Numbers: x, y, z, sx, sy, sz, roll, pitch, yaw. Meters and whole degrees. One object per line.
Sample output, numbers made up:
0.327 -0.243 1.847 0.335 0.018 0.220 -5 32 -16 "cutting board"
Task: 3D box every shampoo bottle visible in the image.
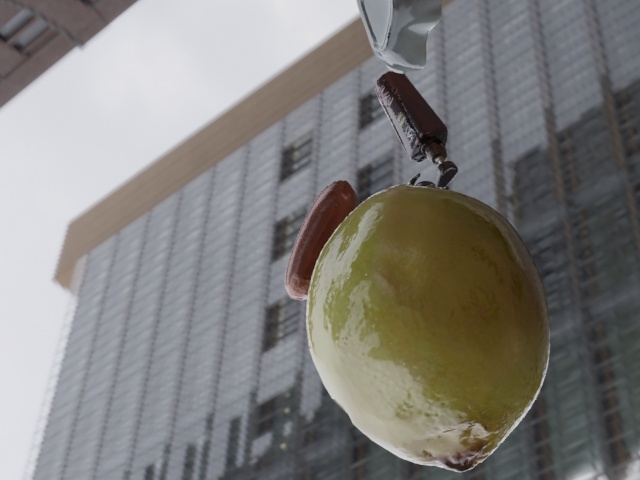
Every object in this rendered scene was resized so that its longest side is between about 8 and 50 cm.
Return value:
0.158 -0.183 2.064 0.067 0.068 0.236 -14 -133 -16 "shampoo bottle"

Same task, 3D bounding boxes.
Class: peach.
0.135 0.099 1.516 0.314 0.281 0.315 46 -147 -29 "peach"

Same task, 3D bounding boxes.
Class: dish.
0.057 -0.197 1.087 0.039 0.091 0.137 -38 -41 -38 "dish"

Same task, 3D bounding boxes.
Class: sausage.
0.000 0.000 1.908 0.077 0.077 0.194 28 -95 -43 "sausage"

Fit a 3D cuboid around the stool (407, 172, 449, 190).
0.197 -0.008 2.160 0.121 0.125 0.217 -146 49 -64 "stool"
